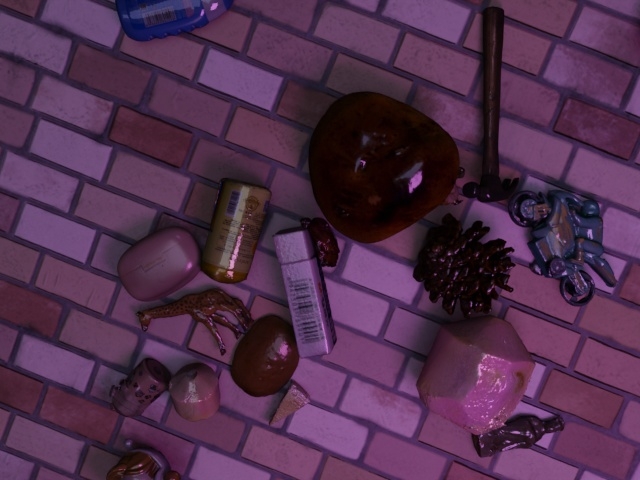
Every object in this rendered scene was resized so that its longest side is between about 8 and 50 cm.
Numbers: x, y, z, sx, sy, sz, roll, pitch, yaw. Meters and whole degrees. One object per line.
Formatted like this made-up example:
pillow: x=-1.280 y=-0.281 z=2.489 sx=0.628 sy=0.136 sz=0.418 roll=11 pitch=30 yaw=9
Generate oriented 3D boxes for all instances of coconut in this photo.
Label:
coconut: x=-0.293 y=0.348 z=1.572 sx=0.116 sy=0.116 sz=0.122 roll=1 pitch=127 yaw=2
coconut: x=0.349 y=0.281 z=1.491 sx=0.233 sy=0.233 sz=0.245 roll=25 pitch=100 yaw=0

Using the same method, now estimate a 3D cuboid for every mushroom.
mushroom: x=0.141 y=-0.152 z=1.498 sx=0.345 sy=0.259 sz=0.346 roll=3 pitch=97 yaw=29

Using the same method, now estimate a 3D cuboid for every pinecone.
pinecone: x=0.324 y=0.064 z=1.497 sx=0.201 sy=0.202 sz=0.229 roll=6 pitch=58 yaw=-10

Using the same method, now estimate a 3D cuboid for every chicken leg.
chicken leg: x=0.001 y=-0.004 z=1.514 sx=0.053 sy=0.093 sz=0.205 roll=-11 pitch=137 yaw=23

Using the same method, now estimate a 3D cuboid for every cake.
cake: x=-0.079 y=0.400 z=1.606 sx=0.065 sy=0.052 sz=0.121 roll=34 pitch=94 yaw=-3

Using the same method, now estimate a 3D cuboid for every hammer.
hammer: x=0.384 y=-0.303 z=1.508 sx=0.168 sy=0.044 sz=0.440 roll=3 pitch=87 yaw=-41

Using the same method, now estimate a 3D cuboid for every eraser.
eraser: x=-0.034 y=0.113 z=1.546 sx=0.086 sy=0.130 sz=0.287 roll=-11 pitch=95 yaw=7

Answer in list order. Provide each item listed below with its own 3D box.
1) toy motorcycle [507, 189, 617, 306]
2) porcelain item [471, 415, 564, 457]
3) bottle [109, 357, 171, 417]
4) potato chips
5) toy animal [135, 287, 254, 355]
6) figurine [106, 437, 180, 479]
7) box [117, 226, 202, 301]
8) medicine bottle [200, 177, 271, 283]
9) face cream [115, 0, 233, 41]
toy motorcycle: x=0.562 y=-0.003 z=1.534 sx=0.198 sy=0.109 sz=0.297 roll=-28 pitch=91 yaw=-6
porcelain item: x=0.470 y=0.456 z=1.588 sx=0.215 sy=0.069 sz=0.081 roll=-9 pitch=89 yaw=-2
bottle: x=-0.435 y=0.358 z=1.598 sx=0.152 sy=0.099 sz=0.099 roll=-44 pitch=92 yaw=8
potato chips: x=-0.131 y=0.283 z=1.602 sx=0.150 sy=0.049 sz=0.202 roll=36 pitch=101 yaw=4
toy animal: x=-0.295 y=0.176 z=1.597 sx=0.275 sy=0.054 sz=0.149 roll=16 pitch=98 yaw=-2
figurine: x=-0.373 y=0.596 z=1.601 sx=0.274 sy=0.133 sz=0.194 roll=27 pitch=118 yaw=-6
box: x=-0.373 y=0.055 z=1.572 sx=0.200 sy=0.088 sz=0.146 roll=-31 pitch=92 yaw=3
medicine bottle: x=-0.197 y=-0.018 z=1.544 sx=0.124 sy=0.124 sz=0.239 roll=17 pitch=95 yaw=1
face cream: x=-0.324 y=-0.543 z=1.526 sx=0.263 sy=0.083 sz=0.149 roll=-13 pitch=95 yaw=3
